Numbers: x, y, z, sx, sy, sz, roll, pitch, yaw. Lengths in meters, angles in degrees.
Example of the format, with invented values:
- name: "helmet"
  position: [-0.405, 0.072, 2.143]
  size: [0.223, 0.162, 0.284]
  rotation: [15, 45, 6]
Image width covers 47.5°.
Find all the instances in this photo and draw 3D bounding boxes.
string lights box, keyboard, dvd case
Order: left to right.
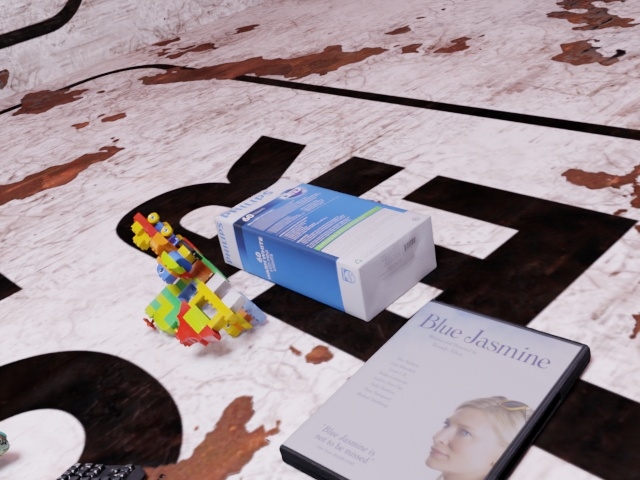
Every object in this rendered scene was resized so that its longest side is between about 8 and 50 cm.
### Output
- name: "keyboard"
  position: [-0.221, 0.220, 0.586]
  size: [0.108, 0.023, 0.180]
  rotation: [-8, 3, 6]
- name: "string lights box"
  position: [0.000, 0.000, 0.912]
  size: [0.259, 0.077, 0.133]
  rotation: [18, 40, 43]
- name: "dvd case"
  position: [0.110, 0.147, 0.665]
  size: [0.180, 0.022, 0.253]
  rotation: [14, 38, 39]

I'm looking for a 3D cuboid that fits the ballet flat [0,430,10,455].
- name: "ballet flat"
  position: [-0.390, 0.218, 0.701]
  size: [0.188, 0.070, 0.070]
  rotation: [-6, 29, 15]

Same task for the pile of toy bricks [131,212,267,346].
- name: "pile of toy bricks"
  position: [-0.164, 0.066, 0.855]
  size: [0.105, 0.118, 0.212]
  rotation: [-47, 54, -5]
